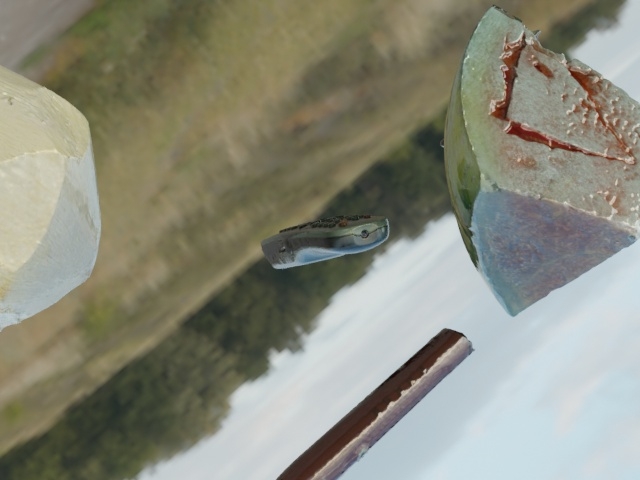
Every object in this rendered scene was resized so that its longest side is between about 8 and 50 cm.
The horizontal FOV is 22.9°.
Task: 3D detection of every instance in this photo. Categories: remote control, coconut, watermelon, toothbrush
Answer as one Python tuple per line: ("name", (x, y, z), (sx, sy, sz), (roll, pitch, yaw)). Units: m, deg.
("remote control", (0.000, 0.000, 1.588), (0.072, 0.042, 0.222), (-14, -179, -23))
("coconut", (-0.304, -0.037, 1.364), (0.245, 0.247, 0.245), (-61, -168, 22))
("watermelon", (0.224, -0.064, 1.539), (0.261, 0.201, 0.213), (77, 20, -48))
("toothbrush", (0.002, 0.187, 1.321), (0.364, 0.041, 0.041), (-39, 180, -30))

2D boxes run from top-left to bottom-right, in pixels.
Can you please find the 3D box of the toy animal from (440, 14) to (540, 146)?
("toy animal", (0.212, -0.175, 1.854), (0.176, 0.073, 0.217), (-61, 164, 14))
